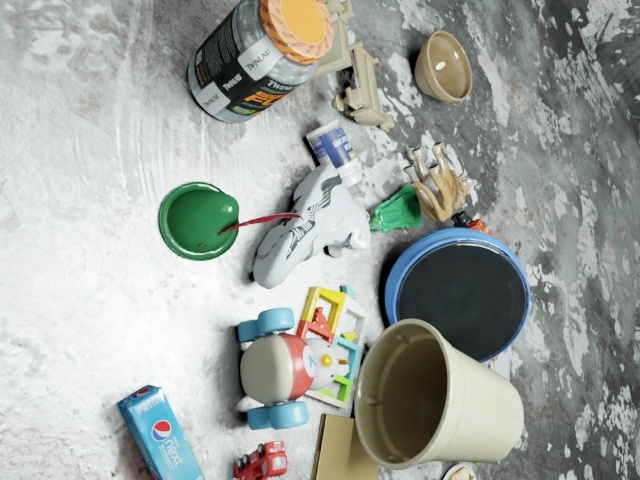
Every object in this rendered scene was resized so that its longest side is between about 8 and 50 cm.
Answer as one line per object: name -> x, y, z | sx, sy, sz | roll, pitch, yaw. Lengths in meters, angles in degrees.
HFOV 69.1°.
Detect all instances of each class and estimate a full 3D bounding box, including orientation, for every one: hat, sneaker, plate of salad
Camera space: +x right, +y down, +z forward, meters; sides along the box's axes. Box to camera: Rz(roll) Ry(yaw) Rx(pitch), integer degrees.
hat -> -0.194, -0.060, 0.937 | 0.208, 0.183, 0.173 | -32, 102, -38
sneaker -> 0.000, 0.000, 1.110 | 0.210, 0.137, 0.366 | 42, 55, -22
plate of salad -> 0.414, 0.763, 1.355 | 0.199, 0.048, 0.200 | 9, 76, -38

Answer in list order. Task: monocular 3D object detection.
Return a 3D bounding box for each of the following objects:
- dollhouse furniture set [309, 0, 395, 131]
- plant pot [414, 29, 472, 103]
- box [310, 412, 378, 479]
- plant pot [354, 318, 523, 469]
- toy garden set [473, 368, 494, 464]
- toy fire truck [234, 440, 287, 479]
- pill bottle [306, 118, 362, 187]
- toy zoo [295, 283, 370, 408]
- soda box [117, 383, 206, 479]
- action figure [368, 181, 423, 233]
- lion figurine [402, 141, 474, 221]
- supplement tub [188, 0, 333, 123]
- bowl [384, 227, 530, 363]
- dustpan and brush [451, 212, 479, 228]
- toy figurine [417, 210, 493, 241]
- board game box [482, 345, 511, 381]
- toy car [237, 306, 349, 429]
dollhouse furniture set -> 0.055, -0.477, 1.304 | 0.355, 0.173, 0.304 | 5, 77, -63
plant pot -> 0.395, -0.563, 1.554 | 0.237, 0.109, 0.238 | 8, 77, -36
box -> 0.071, 0.523, 1.143 | 0.201, 0.021, 0.165 | 23, 68, -33
plant pot -> 0.300, 0.396, 1.123 | 0.305, 0.333, 0.334 | 24, 67, -24
toy garden set -> 0.432, 0.474, 1.344 | 0.204, 0.049, 0.244 | 48, 63, -17
toy fire truck -> -0.124, 0.493, 0.918 | 0.047, 0.192, 0.135 | 12, 46, -37
pill bottle -> 0.042, -0.222, 1.215 | 0.094, 0.094, 0.170 | -39, 106, -37
toy zoo -> 0.026, 0.244, 1.154 | 0.192, 0.030, 0.294 | 31, 64, -30
soda box -> -0.289, 0.374, 0.851 | 0.067, 0.071, 0.210 | -27, 99, -39
action figure -> 0.209, -0.075, 1.337 | 0.232, 0.063, 0.137 | -24, 95, -45
lion figurine -> 0.344, -0.143, 1.368 | 0.392, 0.142, 0.240 | -50, 121, -52
supplement tub -> -0.129, -0.383, 0.967 | 0.193, 0.316, 0.194 | 8, 77, -37
bowl -> 0.373, 0.163, 1.259 | 0.390, 0.077, 0.392 | 0, 102, 0
dustpan and brush -> 0.471, -0.012, 1.540 | 0.147, 0.060, 0.211 | 48, 56, -22
toy figurine -> 0.409, 0.031, 1.377 | 0.209, 0.213, 0.148 | -34, 103, 5
board game box -> 0.493, 0.367, 1.479 | 0.317, 0.065, 0.319 | 22, 70, -34
toy car -> -0.030, 0.260, 0.978 | 0.237, 0.210, 0.219 | 1, 70, -32
